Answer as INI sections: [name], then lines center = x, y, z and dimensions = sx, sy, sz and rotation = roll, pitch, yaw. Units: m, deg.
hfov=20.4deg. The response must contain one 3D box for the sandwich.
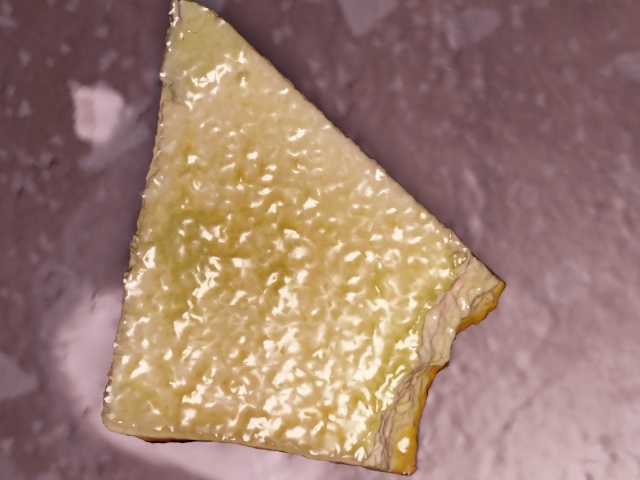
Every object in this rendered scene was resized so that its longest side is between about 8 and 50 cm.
[sandwich]
center = 0.000, 0.000, 0.772
dimensions = 0.162, 0.058, 0.193
rotation = 7, 83, 8
